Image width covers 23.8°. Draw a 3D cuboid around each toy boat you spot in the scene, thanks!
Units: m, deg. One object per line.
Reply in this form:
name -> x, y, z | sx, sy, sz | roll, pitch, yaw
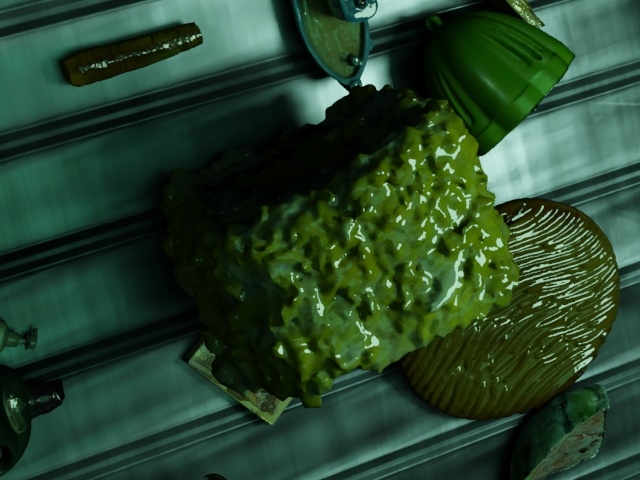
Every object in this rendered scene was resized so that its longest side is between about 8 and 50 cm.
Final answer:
toy boat -> 0.015, -0.279, 1.801 | 0.088, 0.102, 0.215 | -19, 105, -16

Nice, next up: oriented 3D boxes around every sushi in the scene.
sushi -> 0.000, 0.000, 1.677 | 0.351, 0.396, 0.240 | -29, 108, -8

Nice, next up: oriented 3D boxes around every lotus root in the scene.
lotus root -> 0.191, -0.216, 1.862 | 0.186, 0.186, 0.186 | -3, 99, -22

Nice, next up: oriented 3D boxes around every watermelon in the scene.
watermelon -> 0.324, 0.262, 2.028 | 0.187, 0.071, 0.139 | -48, 144, 17

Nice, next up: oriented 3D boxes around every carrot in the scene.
carrot -> -0.214, -0.217, 1.748 | 0.171, 0.042, 0.042 | -21, 105, -19

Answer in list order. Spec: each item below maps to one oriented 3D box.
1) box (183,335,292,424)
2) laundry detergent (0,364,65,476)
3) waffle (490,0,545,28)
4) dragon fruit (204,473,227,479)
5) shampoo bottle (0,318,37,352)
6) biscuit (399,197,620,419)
box -> -0.091, 0.161, 1.865 | 0.149, 0.020, 0.073 | 39, 82, -23
laundry detergent -> -0.394, 0.212, 1.721 | 0.222, 0.078, 0.144 | -11, 104, -23
waffle -> 0.218, -0.314, 1.884 | 0.021, 0.092, 0.135 | -47, 114, 2
dragon fruit -> -0.188, 0.397, 1.770 | 0.307, 0.243, 0.227 | 25, 115, 13
shampoo bottle -> -0.391, 0.107, 1.728 | 0.141, 0.034, 0.049 | 12, 86, -24
biscuit -> 0.243, 0.094, 1.935 | 0.318, 0.040, 0.317 | -10, 120, -18
